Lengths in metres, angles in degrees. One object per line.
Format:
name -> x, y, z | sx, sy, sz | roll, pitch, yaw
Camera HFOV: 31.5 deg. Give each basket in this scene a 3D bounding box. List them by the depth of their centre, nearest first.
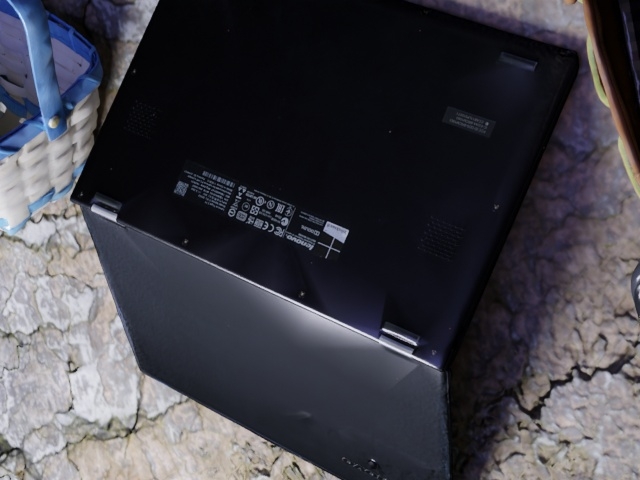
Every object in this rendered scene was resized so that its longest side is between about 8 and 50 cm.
basket -> -0.337, -0.168, 1.057 | 0.255, 0.201, 0.289 | 31, 152, 21

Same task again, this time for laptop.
laptop -> 0.000, 0.000, 1.024 | 0.382, 0.236, 0.408 | 23, 89, 25

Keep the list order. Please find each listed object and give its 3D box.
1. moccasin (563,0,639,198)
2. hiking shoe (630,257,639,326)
moccasin -> 0.212, -0.187, 0.735 | 0.139, 0.147, 0.380 | -3, 104, 35
hiking shoe -> 0.277, 0.115, 0.816 | 0.086, 0.114, 0.227 | -19, 95, 36
